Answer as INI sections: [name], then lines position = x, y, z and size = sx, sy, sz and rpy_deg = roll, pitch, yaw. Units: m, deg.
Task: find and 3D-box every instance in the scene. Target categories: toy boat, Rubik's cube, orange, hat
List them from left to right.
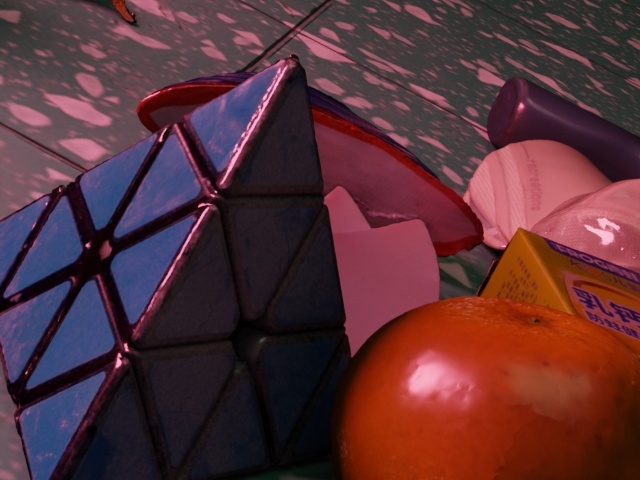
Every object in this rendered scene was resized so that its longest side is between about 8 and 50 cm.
[Rubik's cube]
position = -0.057, 0.070, 0.702
size = 0.190, 0.211, 0.178
rpy_deg = 46, 39, -17
[toy boat]
position = 0.019, -0.002, 0.953
size = 0.219, 0.072, 0.318
rpy_deg = 8, 31, -34
[orange]
position = 0.079, 0.095, 0.722
size = 0.154, 0.134, 0.155
rpy_deg = 9, 6, -1
[hat]
position = 0.227, -0.013, 1.132
size = 0.219, 0.164, 0.226
rpy_deg = 17, 44, -28

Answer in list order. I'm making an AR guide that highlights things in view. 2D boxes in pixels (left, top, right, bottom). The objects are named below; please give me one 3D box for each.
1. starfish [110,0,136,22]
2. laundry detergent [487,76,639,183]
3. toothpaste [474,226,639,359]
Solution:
[starfish]
position = -0.187, -0.208, 1.212
size = 0.130, 0.041, 0.133
rpy_deg = 28, 21, -1
[laundry detergent]
position = 0.243, -0.070, 1.385
size = 0.206, 0.061, 0.097
rpy_deg = 24, 13, -12
[toothpaste]
position = 0.171, 0.110, 0.853
size = 0.110, 0.077, 0.327
rpy_deg = 19, 22, -19
